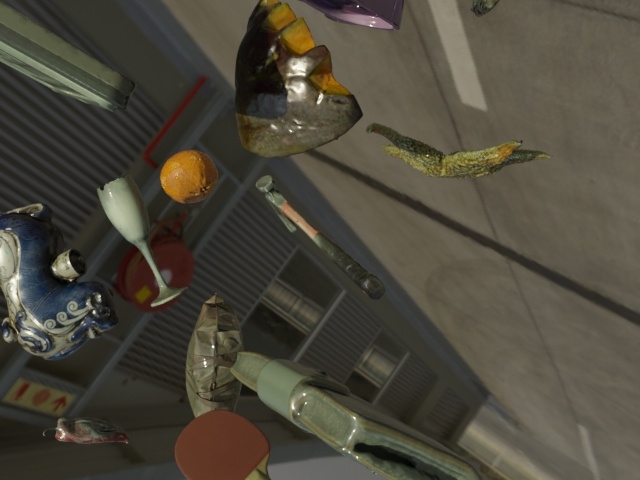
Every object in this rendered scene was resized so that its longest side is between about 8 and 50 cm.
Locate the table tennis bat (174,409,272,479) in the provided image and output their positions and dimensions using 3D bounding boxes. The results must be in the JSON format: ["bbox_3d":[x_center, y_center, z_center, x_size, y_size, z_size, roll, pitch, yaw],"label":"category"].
[{"bbox_3d":[-0.130,0.367,1.087,0.246,0.138,0.022,29,143,30],"label":"table tennis bat"}]

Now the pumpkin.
[{"bbox_3d":[-0.073,-0.212,0.865,0.254,0.149,0.130,52,177,47],"label":"pumpkin"}]

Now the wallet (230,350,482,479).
[{"bbox_3d":[0.029,0.239,0.922,0.252,0.083,0.360,34,169,-30],"label":"wallet"}]

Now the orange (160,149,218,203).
[{"bbox_3d":[-0.307,-0.148,1.581,0.135,0.135,0.117,41,-175,-37],"label":"orange"}]

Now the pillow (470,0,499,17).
[{"bbox_3d":[0.288,-0.466,1.013,0.034,0.255,0.189,18,-161,-2],"label":"pillow"}]

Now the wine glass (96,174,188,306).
[{"bbox_3d":[-0.487,0.019,1.649,0.264,0.096,0.309,-18,100,40],"label":"wine glass"}]

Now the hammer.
[{"bbox_3d":[0.001,0.000,1.067,0.288,0.033,0.111,42,171,39],"label":"hammer"}]

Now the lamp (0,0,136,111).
[{"bbox_3d":[-0.336,-0.217,0.663,0.269,0.047,0.266,28,178,-35],"label":"lamp"}]

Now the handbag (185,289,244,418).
[{"bbox_3d":[-0.206,0.249,1.314,0.117,0.270,0.182,3,-172,-8],"label":"handbag"}]

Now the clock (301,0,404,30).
[{"bbox_3d":[0.033,-0.310,0.835,0.110,0.050,0.153,18,-173,34],"label":"clock"}]

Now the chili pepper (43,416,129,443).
[{"bbox_3d":[-0.421,0.346,1.220,0.153,0.050,0.041,12,143,-22],"label":"chili pepper"}]

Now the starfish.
[{"bbox_3d":[0.253,-0.153,1.265,0.347,0.078,0.358,5,180,22],"label":"starfish"}]

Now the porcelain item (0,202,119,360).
[{"bbox_3d":[-0.497,0.069,1.221,0.138,0.186,0.288,42,-156,-82],"label":"porcelain item"}]
